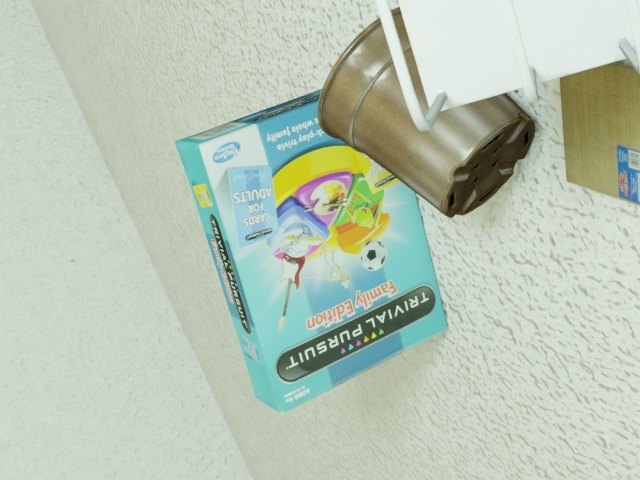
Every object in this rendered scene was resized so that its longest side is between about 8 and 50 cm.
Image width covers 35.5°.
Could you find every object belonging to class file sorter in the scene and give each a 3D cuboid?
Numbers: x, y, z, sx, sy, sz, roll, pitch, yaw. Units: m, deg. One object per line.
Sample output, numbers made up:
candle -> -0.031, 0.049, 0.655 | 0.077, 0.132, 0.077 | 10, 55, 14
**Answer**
file sorter -> 0.168, -0.195, 0.600 | 0.173, 0.277, 0.193 | -58, -49, -71

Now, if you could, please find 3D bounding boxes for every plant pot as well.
plant pot -> 0.111, -0.120, 0.995 | 0.165, 0.167, 0.167 | 46, 150, 25

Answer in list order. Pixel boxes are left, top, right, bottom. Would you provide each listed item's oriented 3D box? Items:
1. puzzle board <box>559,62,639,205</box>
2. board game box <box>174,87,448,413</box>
puzzle board -> 0.253, -0.100, 0.889 | 0.096, 0.011, 0.128 | 29, 137, 52
board game box -> 0.000, 0.000, 1.202 | 0.079, 0.254, 0.336 | 16, 125, 60
